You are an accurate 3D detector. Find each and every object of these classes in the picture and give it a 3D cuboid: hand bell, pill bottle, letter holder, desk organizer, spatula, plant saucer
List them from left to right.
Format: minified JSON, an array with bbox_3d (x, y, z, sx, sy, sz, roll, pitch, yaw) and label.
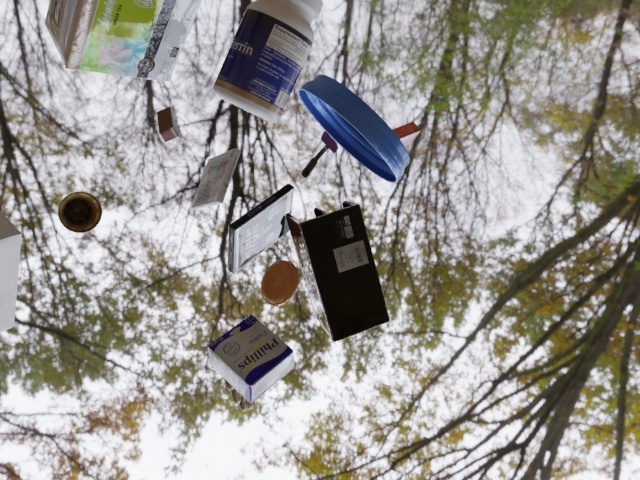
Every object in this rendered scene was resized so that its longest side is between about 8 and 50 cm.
[{"bbox_3d":[-0.787,-0.103,1.792,0.126,0.126,0.242,-17,-162,-31],"label":"hand bell"},{"bbox_3d":[-0.506,-0.386,1.873,0.050,0.047,0.130,-22,-133,2],"label":"desk organizer"},{"bbox_3d":[-0.104,-0.393,1.165,0.153,0.265,0.153,25,-173,-3],"label":"pill bottle"},{"bbox_3d":[-0.075,0.074,1.001,0.083,0.084,0.013,39,-174,42],"label":"plant saucer"},{"bbox_3d":[-0.004,-0.307,2.050,0.084,0.030,0.296,46,-135,-14],"label":"spatula"},{"bbox_3d":[0.034,0.063,1.417,0.151,0.302,0.214,-19,-166,-12],"label":"letter holder"}]

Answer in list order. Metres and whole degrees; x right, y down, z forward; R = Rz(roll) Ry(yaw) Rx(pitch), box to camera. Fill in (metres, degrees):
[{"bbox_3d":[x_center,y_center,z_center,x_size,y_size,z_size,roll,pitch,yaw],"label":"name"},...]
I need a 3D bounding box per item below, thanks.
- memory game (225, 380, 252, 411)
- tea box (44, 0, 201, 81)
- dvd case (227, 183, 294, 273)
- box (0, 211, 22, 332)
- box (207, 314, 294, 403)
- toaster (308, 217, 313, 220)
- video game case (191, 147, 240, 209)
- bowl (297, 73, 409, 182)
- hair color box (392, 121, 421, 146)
[{"bbox_3d":[-0.203,0.333,1.406,0.012,0.186,0.186,-20,-148,8],"label":"memory game"},{"bbox_3d":[-0.549,-0.656,1.579,0.323,0.329,0.220,-6,-127,-42],"label":"tea box"},{"bbox_3d":[-0.165,-0.033,1.566,0.029,0.179,0.238,33,-130,20],"label":"dvd case"},{"bbox_3d":[-0.886,0.071,1.394,0.215,0.345,0.168,39,-143,17],"label":"box"},{"bbox_3d":[-0.145,0.245,1.187,0.137,0.072,0.126,35,-130,27],"label":"box"},{"bbox_3d":[0.000,0.000,1.875,0.129,0.147,0.227,-21,179,-7],"label":"toaster"},{"bbox_3d":[-0.262,-0.150,1.406,0.019,0.143,0.157,26,162,-32],"label":"video game case"},{"bbox_3d":[0.100,-0.325,1.635,0.077,0.391,0.391,-48,-134,0],"label":"bowl"},{"bbox_3d":[0.252,-0.329,1.817,0.141,0.072,0.043,-26,-108,-38],"label":"hair color box"}]
